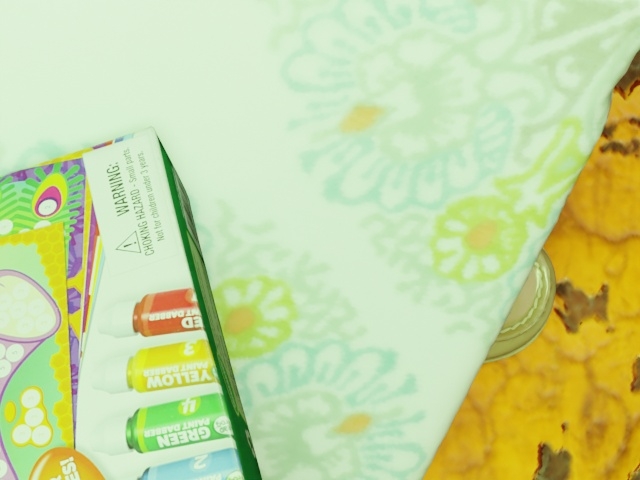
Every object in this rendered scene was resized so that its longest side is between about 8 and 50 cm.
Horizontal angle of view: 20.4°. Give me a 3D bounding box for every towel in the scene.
[{"bbox_3d":[-0.070,-0.018,0.755,0.321,0.090,0.374,16,116,-19],"label":"towel"}]

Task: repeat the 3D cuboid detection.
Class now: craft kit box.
[{"bbox_3d":[-0.143,0.101,0.618,0.247,0.061,0.250,-20,54,2],"label":"craft kit box"}]

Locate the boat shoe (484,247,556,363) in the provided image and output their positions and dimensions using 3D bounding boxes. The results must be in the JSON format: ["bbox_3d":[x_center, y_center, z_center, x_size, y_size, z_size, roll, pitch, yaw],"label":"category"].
[{"bbox_3d":[0.000,0.000,0.876,0.285,0.089,0.104,14,80,-21],"label":"boat shoe"}]
